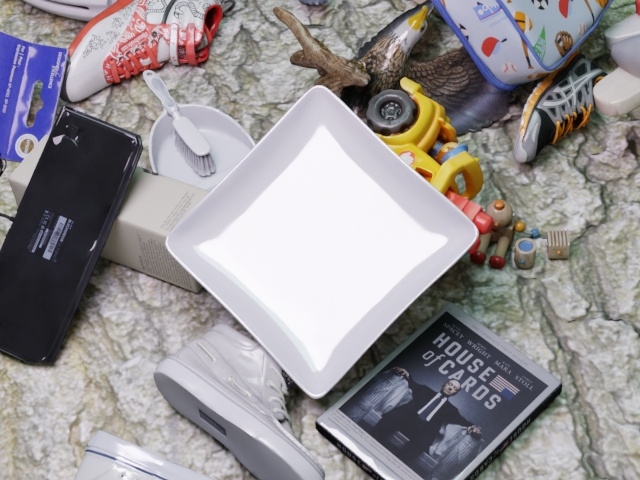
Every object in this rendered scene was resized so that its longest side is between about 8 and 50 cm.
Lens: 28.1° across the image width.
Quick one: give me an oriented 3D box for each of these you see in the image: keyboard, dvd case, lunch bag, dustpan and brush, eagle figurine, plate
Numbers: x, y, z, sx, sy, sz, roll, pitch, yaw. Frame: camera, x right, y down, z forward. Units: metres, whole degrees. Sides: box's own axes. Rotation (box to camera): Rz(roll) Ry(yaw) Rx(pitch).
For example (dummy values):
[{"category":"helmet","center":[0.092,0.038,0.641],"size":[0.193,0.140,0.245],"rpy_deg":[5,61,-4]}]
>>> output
[{"category":"keyboard","center":[-0.362,-0.017,1.609],"size":[0.202,0.033,0.317],"rpy_deg":[23,88,13]},{"category":"dvd case","center":[0.140,0.195,1.504],"size":[0.179,0.029,0.239],"rpy_deg":[37,62,28]},{"category":"lunch bag","center":[0.279,-0.369,1.771],"size":[0.243,0.115,0.303],"rpy_deg":[51,50,-13]},{"category":"dustpan and brush","center":[-0.194,-0.160,1.795],"size":[0.147,0.060,0.211],"rpy_deg":[-27,54,-17]},{"category":"eagle figurine","center":[0.109,-0.242,1.788],"size":[0.298,0.225,0.226],"rpy_deg":[-10,86,-48]},{"category":"plate","center":[0.000,0.000,1.526],"size":[0.278,0.045,0.277],"rpy_deg":[44,90,15]}]

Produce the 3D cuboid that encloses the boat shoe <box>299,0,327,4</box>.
[{"category":"boat shoe","center":[-0.030,-0.422,2.001],"size":[0.065,0.083,0.183],"rpy_deg":[-13,24,-7]}]

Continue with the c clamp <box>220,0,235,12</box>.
[{"category":"c clamp","center":[-0.181,-0.400,2.014],"size":[0.137,0.022,0.160],"rpy_deg":[-16,52,-7]}]

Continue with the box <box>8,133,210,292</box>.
[{"category":"box","center":[-0.260,-0.036,1.669],"size":[0.275,0.113,0.094],"rpy_deg":[21,56,18]}]

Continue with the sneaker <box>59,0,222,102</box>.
[{"category":"sneaker","center":[-0.257,-0.285,1.883],"size":[0.145,0.090,0.270],"rpy_deg":[27,60,18]}]

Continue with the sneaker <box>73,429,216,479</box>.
[{"category":"sneaker","center":[-0.159,0.299,1.415],"size":[0.258,0.094,0.091],"rpy_deg":[18,73,23]}]

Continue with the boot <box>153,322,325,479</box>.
[{"category":"boot","center":[-0.065,0.189,1.483],"size":[0.258,0.095,0.123],"rpy_deg":[36,57,25]}]

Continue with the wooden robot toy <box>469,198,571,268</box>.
[{"category":"wooden robot toy","center":[0.233,-0.014,1.635],"size":[0.173,0.079,0.076],"rpy_deg":[13,53,15]}]

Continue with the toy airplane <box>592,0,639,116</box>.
[{"category":"toy airplane","center":[0.566,-0.298,1.718],"size":[0.385,0.272,0.386],"rpy_deg":[5,52,9]}]

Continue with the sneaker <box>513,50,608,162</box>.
[{"category":"sneaker","center":[0.333,-0.182,1.766],"size":[0.083,0.084,0.215],"rpy_deg":[30,60,13]}]

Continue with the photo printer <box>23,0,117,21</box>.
[{"category":"photo printer","center":[-0.349,-0.470,2.027],"size":[0.256,0.107,0.307],"rpy_deg":[21,56,23]}]

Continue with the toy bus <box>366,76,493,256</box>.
[{"category":"toy bus","center":[0.133,-0.068,1.616],"size":[0.211,0.149,0.220],"rpy_deg":[24,71,25]}]

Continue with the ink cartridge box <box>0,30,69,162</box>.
[{"category":"ink cartridge box","center":[-0.554,-0.223,1.822],"size":[0.371,0.069,0.175],"rpy_deg":[11,87,10]}]

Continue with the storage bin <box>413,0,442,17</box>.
[{"category":"storage bin","center":[0.214,-0.481,1.988],"size":[0.262,0.123,0.260],"rpy_deg":[35,61,28]}]
